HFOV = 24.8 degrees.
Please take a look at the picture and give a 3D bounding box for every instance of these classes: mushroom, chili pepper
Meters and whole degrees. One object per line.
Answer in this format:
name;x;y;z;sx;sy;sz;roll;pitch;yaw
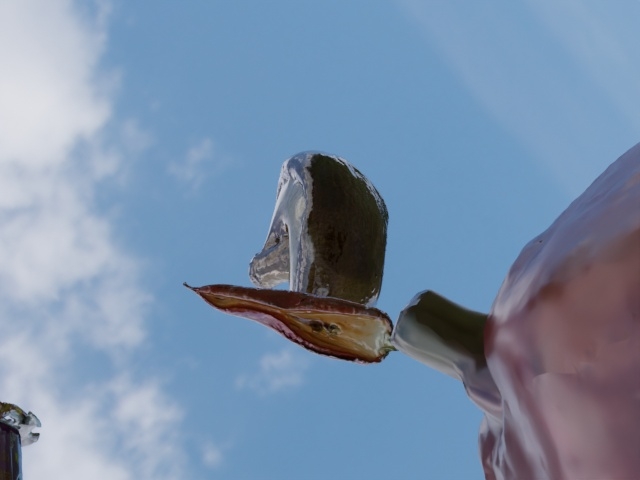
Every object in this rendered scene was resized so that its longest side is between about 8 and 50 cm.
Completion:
mushroom;0.014;0.002;1.602;0.138;0.194;0.231;12;-137;-22
chili pepper;-0.018;0.059;1.101;0.178;0.045;0.027;13;-171;-1

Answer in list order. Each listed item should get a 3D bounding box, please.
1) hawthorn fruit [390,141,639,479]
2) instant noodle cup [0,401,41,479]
hawthorn fruit;0.170;0.063;0.443;0.307;0.265;0.265;14;-138;7
instant noodle cup;-0.367;0.298;1.152;0.340;0.340;0.265;4;-119;-42
